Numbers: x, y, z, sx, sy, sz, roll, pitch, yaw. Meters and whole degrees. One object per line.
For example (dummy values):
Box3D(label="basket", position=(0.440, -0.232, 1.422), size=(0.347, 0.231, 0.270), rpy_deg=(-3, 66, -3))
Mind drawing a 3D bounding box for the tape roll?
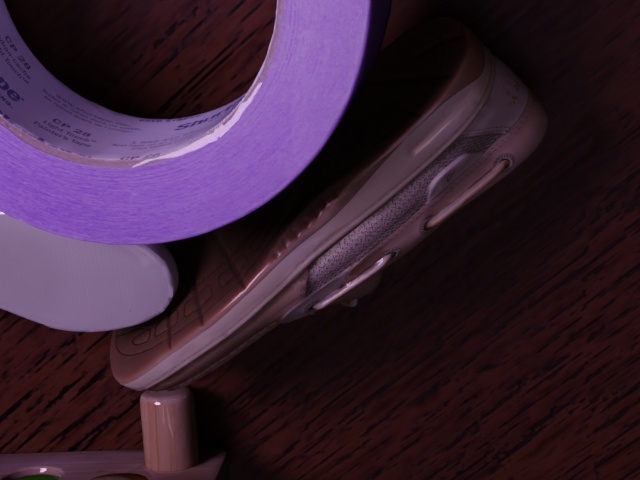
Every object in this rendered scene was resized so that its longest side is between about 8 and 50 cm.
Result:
Box3D(label="tape roll", position=(-0.102, -0.140, 0.795), size=(0.274, 0.090, 0.275), rpy_deg=(4, 109, 10))

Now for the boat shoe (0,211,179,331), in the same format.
Box3D(label="boat shoe", position=(-0.187, -0.006, 0.904), size=(0.227, 0.081, 0.079), rpy_deg=(8, 121, 12))

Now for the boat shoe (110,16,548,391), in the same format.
Box3D(label="boat shoe", position=(0.000, 0.000, 0.892), size=(0.302, 0.109, 0.098), rpy_deg=(-41, 126, 18))

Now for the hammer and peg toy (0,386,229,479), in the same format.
Box3D(label="hammer and peg toy", position=(-0.248, 0.185, 0.921), size=(0.361, 0.266, 0.127), rpy_deg=(-3, 100, 4))
